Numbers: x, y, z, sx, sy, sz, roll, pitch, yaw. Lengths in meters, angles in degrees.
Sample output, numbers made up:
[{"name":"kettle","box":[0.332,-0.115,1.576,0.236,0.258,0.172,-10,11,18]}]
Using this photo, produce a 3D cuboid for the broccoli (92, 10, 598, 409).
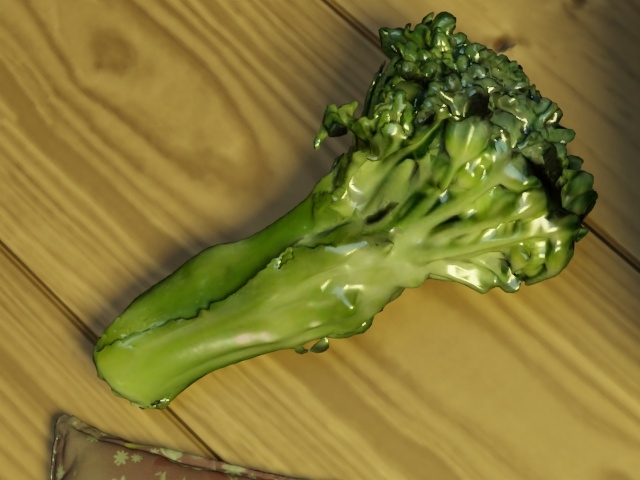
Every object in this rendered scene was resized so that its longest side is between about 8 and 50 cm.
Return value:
[{"name":"broccoli","box":[0.002,0.002,1.052,0.304,0.145,0.165,-33,109,9]}]

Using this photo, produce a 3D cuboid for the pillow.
[{"name":"pillow","box":[-0.079,0.170,1.046,0.185,0.043,0.118,11,73,12]}]
